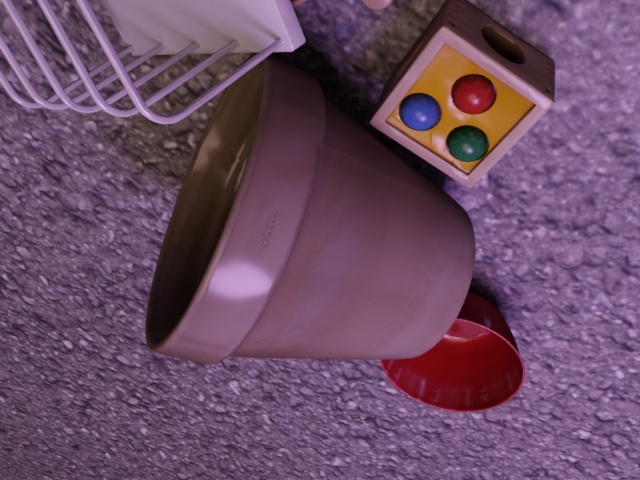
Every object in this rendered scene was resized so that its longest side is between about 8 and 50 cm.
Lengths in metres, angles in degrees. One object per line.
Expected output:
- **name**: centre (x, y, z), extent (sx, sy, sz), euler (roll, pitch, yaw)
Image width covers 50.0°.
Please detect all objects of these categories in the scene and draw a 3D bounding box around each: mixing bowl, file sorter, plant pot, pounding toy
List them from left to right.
- **file sorter**: centre (-0.195, -0.222, 0.611), extent (0.278, 0.173, 0.192), euler (14, 138, 44)
- **plant pot**: centre (0.000, 0.000, 0.739), extent (0.281, 0.323, 0.323), euler (19, 136, -19)
- **pounding toy**: centre (0.119, -0.178, 0.654), extent (0.206, 0.094, 0.181), euler (31, 133, -9)
- **mixing bowl**: centre (0.175, 0.130, 0.899), extent (0.182, 0.098, 0.181), euler (10, 133, 11)

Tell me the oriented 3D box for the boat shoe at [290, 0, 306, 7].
- **boat shoe**: centre (0.037, -0.337, 0.533), extent (0.122, 0.110, 0.341), euler (25, 134, -2)
